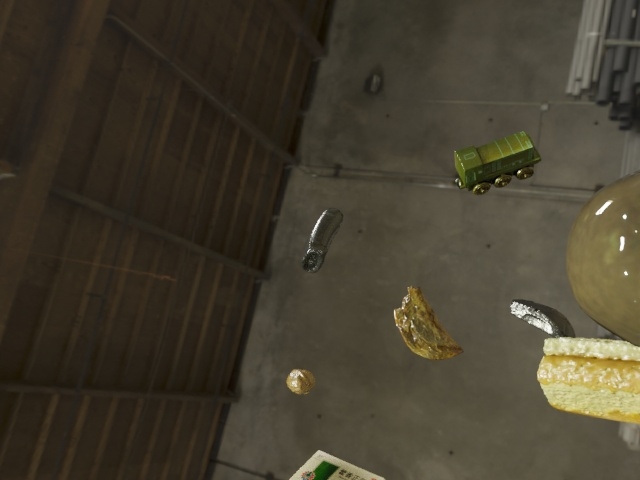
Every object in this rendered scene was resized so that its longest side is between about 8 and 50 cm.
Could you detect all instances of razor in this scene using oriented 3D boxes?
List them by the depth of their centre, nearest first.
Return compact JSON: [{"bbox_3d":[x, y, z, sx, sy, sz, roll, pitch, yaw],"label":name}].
[{"bbox_3d":[0.000,0.000,1.425,0.090,0.054,0.148,113,-178,-46],"label":"razor"}]

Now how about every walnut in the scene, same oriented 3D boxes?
[{"bbox_3d":[-0.058,0.428,1.998,0.079,0.096,0.082,-25,-80,-31],"label":"walnut"}]

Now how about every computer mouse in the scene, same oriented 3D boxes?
[{"bbox_3d":[0.661,0.228,1.941,0.122,0.217,0.073,20,-84,-51],"label":"computer mouse"}]

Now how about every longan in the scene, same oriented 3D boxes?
[{"bbox_3d":[0.530,0.015,1.040,0.350,0.288,0.288,-39,-49,-48],"label":"longan"}]

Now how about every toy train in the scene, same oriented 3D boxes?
[{"bbox_3d":[0.456,-0.202,1.696,0.137,0.226,0.090,66,-175,-56],"label":"toy train"}]

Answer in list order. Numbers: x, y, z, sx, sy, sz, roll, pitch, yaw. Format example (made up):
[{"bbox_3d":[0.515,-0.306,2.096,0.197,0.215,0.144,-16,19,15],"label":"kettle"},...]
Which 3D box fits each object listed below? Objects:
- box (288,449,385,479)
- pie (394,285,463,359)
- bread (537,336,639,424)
[{"bbox_3d":[0.034,0.622,1.592,0.168,0.212,0.095,-32,-60,-43],"label":"box"},{"bbox_3d":[0.203,0.173,1.303,0.170,0.092,0.034,59,176,-3],"label":"pie"},{"bbox_3d":[0.767,0.363,1.662,0.236,0.375,0.165,53,-129,-33],"label":"bread"}]
